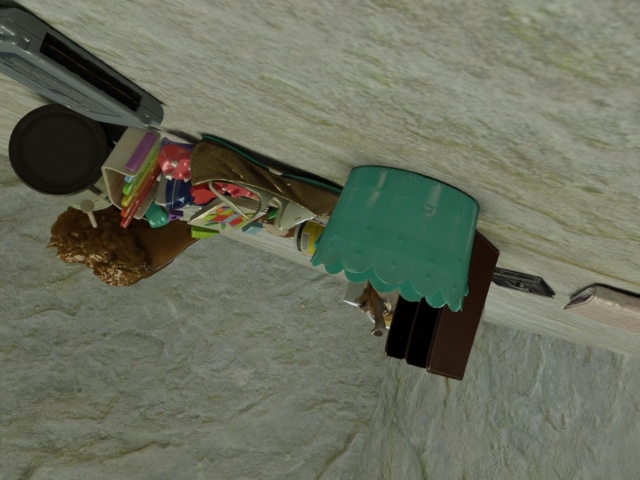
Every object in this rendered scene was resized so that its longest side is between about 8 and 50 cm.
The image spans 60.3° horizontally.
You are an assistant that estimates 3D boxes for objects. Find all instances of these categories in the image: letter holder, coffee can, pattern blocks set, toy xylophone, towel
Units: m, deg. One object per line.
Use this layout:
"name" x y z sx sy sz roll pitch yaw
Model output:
"letter holder" 0.245 0.125 1.185 0.152 0.301 0.214 14 172 35
"coffee can" -0.580 -0.184 1.308 0.202 0.201 0.275 19 173 -8
"pattern blocks set" -0.239 -0.068 1.439 0.325 0.026 0.285 1 155 -42
"toy xylophone" -0.441 -0.129 1.263 0.081 0.236 0.323 28 168 -7
"towel" 0.790 0.190 1.333 0.332 0.053 0.317 17 174 14

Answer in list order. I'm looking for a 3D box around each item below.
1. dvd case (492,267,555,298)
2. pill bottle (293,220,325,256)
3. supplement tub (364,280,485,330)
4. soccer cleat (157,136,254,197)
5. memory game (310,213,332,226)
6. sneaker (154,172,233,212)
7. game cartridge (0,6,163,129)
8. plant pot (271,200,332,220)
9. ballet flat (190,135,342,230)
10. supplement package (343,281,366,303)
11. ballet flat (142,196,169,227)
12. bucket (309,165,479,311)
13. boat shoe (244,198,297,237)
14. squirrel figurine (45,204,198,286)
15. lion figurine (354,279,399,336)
"dvd case" 0.543 0.114 1.519 0.164 0.018 0.221 12 170 35
"pill bottle" 0.041 0.004 1.536 0.208 0.119 0.119 15 173 25
"supplement tub" 0.325 0.190 1.758 0.241 0.241 0.331 24 171 -38
"soccer cleat" -0.225 -0.159 1.181 0.248 0.095 0.083 9 138 -33
"memory game" 0.034 -0.044 1.351 0.186 0.012 0.186 17 173 2
"sneaker" -0.317 -0.128 1.479 0.182 0.127 0.315 15 180 -1
"game cartridge" -0.416 -0.266 0.867 0.198 0.062 0.297 19 175 29
"plant pot" -0.015 -0.081 1.367 0.236 0.032 0.236 17 174 2
"ballet flat" -0.105 -0.094 1.115 0.342 0.124 0.116 20 173 -20
"supplement package" 0.216 0.166 2.043 0.203 0.194 0.149 16 174 11
"ballet flat" -0.507 -0.135 1.515 0.247 0.087 0.083 52 178 5
"bucket" 0.137 -0.001 0.971 0.281 0.183 0.281 19 173 2
"boat shoe" -0.164 -0.075 1.699 0.207 0.073 0.073 24 -150 -16
"squirrel figurine" -0.583 -0.069 1.612 0.281 0.397 0.370 -33 95 39
"lion figurine" 0.166 0.091 1.410 0.142 0.240 0.392 0 133 0
